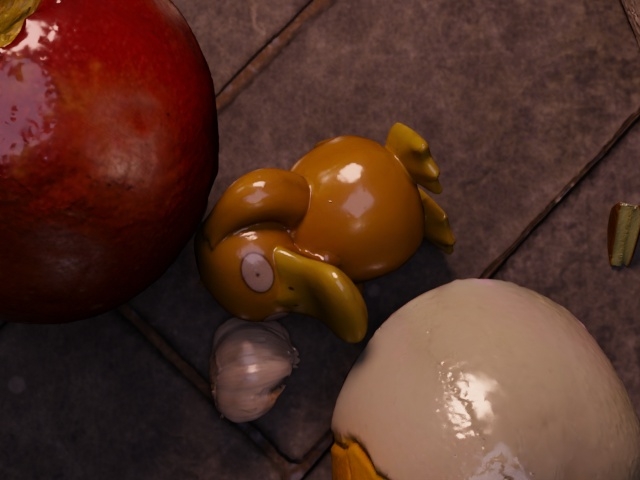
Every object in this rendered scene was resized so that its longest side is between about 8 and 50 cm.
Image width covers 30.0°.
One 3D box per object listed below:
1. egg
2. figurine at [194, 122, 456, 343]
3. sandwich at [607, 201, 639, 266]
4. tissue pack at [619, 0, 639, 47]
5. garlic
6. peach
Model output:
[{"bbox_3d":[0.177,0.214,1.099,0.337,0.201,0.337,-3,100,-17],"label":"egg"},{"bbox_3d":[0.003,-0.007,1.162,0.215,0.215,0.228,40,65,1],"label":"figurine"},{"bbox_3d":[0.313,-0.016,1.230,0.031,0.083,0.044,6,42,4],"label":"sandwich"},{"bbox_3d":[0.500,-0.257,1.174,0.370,0.210,0.198,-22,94,-4],"label":"tissue pack"},{"bbox_3d":[-0.070,0.124,1.192,0.094,0.074,0.113,-10,71,7],"label":"garlic"},{"bbox_3d":[-0.249,-0.088,1.074,0.310,0.406,0.335,36,74,-27],"label":"peach"}]
